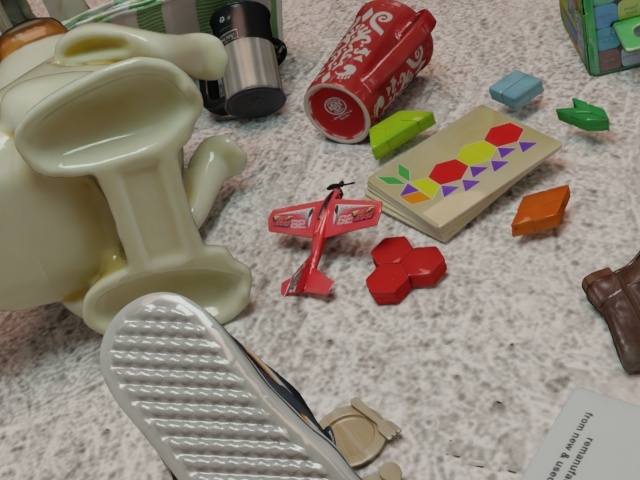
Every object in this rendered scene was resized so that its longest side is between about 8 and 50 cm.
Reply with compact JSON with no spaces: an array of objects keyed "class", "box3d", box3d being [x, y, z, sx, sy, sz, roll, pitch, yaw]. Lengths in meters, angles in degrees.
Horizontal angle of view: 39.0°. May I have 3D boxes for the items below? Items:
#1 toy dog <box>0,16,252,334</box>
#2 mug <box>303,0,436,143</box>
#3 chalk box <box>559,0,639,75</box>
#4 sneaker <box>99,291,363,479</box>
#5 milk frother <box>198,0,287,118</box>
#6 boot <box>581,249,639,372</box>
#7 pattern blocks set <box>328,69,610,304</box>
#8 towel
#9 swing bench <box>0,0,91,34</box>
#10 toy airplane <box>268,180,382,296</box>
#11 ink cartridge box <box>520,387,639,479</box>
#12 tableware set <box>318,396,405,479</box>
[{"class":"toy dog","box3d":[-0.267,-0.087,0.994,0.395,0.284,0.408,-22,31,1]},{"class":"mug","box3d":[0.059,-0.218,1.114,0.113,0.150,0.169,29,55,9]},{"class":"chalk box","box3d":[0.368,-0.293,1.083,0.132,0.132,0.213,-13,36,8]},{"class":"sneaker","box3d":[-0.032,0.180,0.634,0.126,0.127,0.321,-33,68,-2]},{"class":"milk frother","box3d":[-0.085,-0.231,1.236,0.129,0.143,0.134,-33,61,48]},{"class":"boot","box3d":[0.283,0.054,0.748,0.106,0.037,0.114,-27,32,10]},{"class":"pattern blocks set","box3d":[0.148,-0.073,0.972,0.325,0.026,0.285,-29,38,-7]},{"class":"towel","box3d":[-0.202,-0.278,1.249,0.325,0.248,0.038,-25,73,-9]},{"class":"swing bench","box3d":[-0.462,-0.363,1.424,0.255,0.253,0.165,1,40,24]},{"class":"toy airplane","box3d":[0.000,0.000,0.916,0.151,0.028,0.151,-24,42,23]},{"class":"ink cartridge box","box3d":[0.237,0.216,0.414,0.289,0.211,0.121,14,46,35]},{"class":"tableware set","box3d":[-0.005,0.194,0.703,0.169,0.020,0.141,-24,37,-9]}]
